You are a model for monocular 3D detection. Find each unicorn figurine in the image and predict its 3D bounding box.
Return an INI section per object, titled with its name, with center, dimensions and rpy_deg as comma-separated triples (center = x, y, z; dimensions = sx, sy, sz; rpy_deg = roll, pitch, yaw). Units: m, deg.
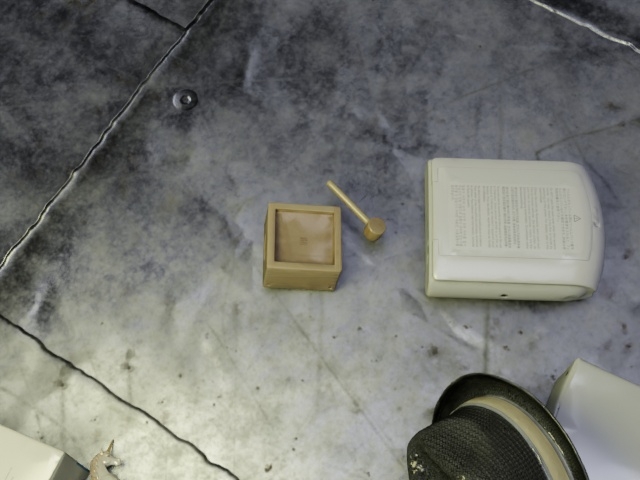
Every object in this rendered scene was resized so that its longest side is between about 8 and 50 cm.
[unicorn figurine]
center = -0.331, 0.406, 1.488
dimensions = 0.111, 0.060, 0.161
rpy_deg = 18, 74, 19

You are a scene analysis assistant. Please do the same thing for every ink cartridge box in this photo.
[ink cartridge box]
center = -0.514, 0.373, 1.447
dimensions = 0.233, 0.171, 0.168
rpy_deg = 21, 69, 10

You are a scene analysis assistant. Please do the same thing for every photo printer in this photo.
[photo printer]
center = 0.337, -0.020, 1.634
dimensions = 0.308, 0.107, 0.255
rpy_deg = 1, 68, 1

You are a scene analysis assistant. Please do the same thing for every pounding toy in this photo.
[pounding toy]
center = 0.006, -0.008, 1.647
dimensions = 0.206, 0.094, 0.181
rpy_deg = 4, 62, -8

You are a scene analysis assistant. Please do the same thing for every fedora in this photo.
[fedora]
center = 0.232, 0.363, 1.359
dimensions = 0.153, 0.334, 0.334
rpy_deg = -10, 64, -35

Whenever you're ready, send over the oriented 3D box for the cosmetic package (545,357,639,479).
[cosmetic package]
center = 0.520, 0.367, 1.447
dimensions = 0.385, 0.156, 0.217
rpy_deg = 25, 70, 12
